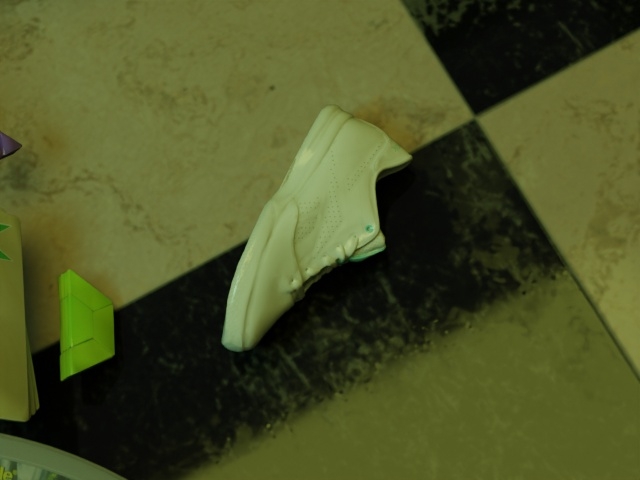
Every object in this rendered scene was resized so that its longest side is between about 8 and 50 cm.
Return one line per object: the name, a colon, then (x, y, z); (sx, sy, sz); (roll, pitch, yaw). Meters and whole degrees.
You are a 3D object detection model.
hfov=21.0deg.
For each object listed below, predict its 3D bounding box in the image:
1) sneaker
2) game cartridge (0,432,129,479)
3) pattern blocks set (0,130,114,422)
sneaker: (0.000, 0.000, 1.318); (0.094, 0.080, 0.212); (26, 73, 4)
game cartridge: (-0.220, 0.231, 1.163); (0.060, 0.294, 0.196); (-23, 55, 46)
pattern blocks set: (-0.278, 0.044, 1.261); (0.285, 0.026, 0.325); (21, 53, -31)
